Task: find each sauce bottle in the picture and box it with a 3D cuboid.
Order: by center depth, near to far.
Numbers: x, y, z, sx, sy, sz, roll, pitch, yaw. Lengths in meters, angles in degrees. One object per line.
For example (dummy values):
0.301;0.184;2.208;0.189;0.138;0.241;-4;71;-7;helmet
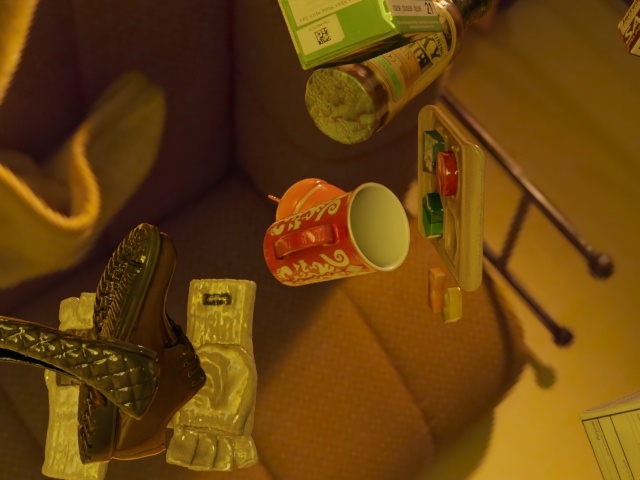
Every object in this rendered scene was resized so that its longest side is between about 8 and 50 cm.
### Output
0.112;-0.250;1.681;0.344;0.111;0.111;-46;170;-41;sauce bottle

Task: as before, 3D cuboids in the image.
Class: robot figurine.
0.017;-0.024;2.201;0.158;0.219;0.128;-44;152;-29;robot figurine

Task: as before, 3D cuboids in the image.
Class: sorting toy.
0.175;-0.018;1.856;0.041;0.229;0.307;-6;111;-12;sorting toy

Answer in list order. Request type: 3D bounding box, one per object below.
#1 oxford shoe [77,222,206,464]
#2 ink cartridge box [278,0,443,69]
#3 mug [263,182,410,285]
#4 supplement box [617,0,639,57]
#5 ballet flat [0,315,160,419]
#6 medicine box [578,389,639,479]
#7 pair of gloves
-0.138;0.083;1.058;0.096;0.083;0.227;3;125;-18;oxford shoe
0.008;-0.294;1.197;0.097;0.255;0.189;-19;-176;19;ink cartridge box
0.003;-0.008;1.664;0.150;0.113;0.169;29;150;-36;mug
0.557;-0.300;1.828;0.239;0.073;0.130;13;131;-16;supplement box
-0.194;0.081;0.880;0.057;0.173;0.049;92;10;-78;ballet flat
0.542;0.330;1.847;0.149;0.264;0.289;-16;173;-27;medicine box
-0.176;0.146;1.354;0.240;0.204;0.042;-7;160;14;pair of gloves
